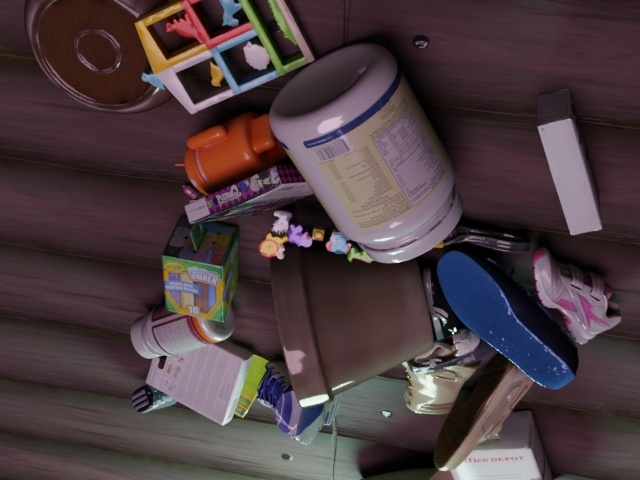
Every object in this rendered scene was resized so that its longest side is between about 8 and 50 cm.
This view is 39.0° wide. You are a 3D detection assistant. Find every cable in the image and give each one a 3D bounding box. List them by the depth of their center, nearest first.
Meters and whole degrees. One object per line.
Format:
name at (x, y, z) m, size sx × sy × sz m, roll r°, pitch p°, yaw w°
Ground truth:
cable at (0.248, 0.000, 1.720) m, size 0.287 × 0.139 × 0.072 m, roll 10°, pitch 99°, yaw -14°

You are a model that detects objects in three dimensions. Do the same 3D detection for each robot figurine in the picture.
robot figurine at (-0.159, -0.156, 1.673) m, size 0.219 × 0.158 × 0.128 m, roll -21°, pitch 95°, yaw 29°

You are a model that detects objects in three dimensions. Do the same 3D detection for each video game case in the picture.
video game case at (-0.099, -0.088, 1.664) m, size 0.210 × 0.232 × 0.042 m, roll -21°, pitch 85°, yaw 30°

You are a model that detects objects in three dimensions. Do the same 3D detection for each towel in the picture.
towel at (-0.193, 0.344, 2.194) m, size 0.102 × 0.021 × 0.237 m, roll 23°, pitch 132°, yaw -7°

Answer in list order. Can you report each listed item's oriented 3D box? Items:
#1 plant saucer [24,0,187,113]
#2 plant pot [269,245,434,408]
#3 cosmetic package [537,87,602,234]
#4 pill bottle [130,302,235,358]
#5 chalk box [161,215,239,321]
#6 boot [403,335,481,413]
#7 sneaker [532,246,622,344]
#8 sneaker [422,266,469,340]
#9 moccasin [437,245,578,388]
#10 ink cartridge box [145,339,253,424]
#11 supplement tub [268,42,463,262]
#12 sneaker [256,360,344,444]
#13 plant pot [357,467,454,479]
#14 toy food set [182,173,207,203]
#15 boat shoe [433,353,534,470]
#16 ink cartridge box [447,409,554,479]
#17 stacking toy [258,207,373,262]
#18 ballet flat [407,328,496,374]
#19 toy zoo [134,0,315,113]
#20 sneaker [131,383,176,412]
plant saucer at (-0.392, -0.348, 1.621) m, size 0.311 × 0.050 × 0.310 m, roll 8°, pitch 132°, yaw 9°
plant pot at (0.069, 0.146, 1.790) m, size 0.280 × 0.323 × 0.323 m, roll -12°, pitch 128°, yaw 2°
cosmetic package at (0.430, -0.132, 1.554) m, size 0.060 × 0.099 × 0.239 m, roll -11°, pitch 128°, yaw 24°
pill bottle at (-0.310, 0.190, 2.020) m, size 0.221 × 0.121 × 0.121 m, roll -20°, pitch 123°, yaw 30°
chalk box at (-0.244, 0.041, 1.866) m, size 0.132 × 0.132 × 0.213 m, roll 11°, pitch 134°, yaw 6°
boot at (0.199, 0.283, 1.990) m, size 0.262 × 0.095 × 0.203 m, roll 14°, pitch 134°, yaw -2°
sneaker at (0.494, 0.092, 1.742) m, size 0.111 × 0.103 × 0.252 m, roll -27°, pitch 126°, yaw 30°
sneaker at (0.283, 0.127, 1.845) m, size 0.121 × 0.079 × 0.217 m, roll -9°, pitch 133°, yaw 14°
moccasin at (0.363, 0.143, 1.766) m, size 0.342 × 0.117 × 0.138 m, roll 49°, pitch 129°, yaw -1°
ink cartridge box at (-0.286, 0.304, 2.129) m, size 0.225 × 0.056 × 0.181 m, roll 25°, pitch 108°, yaw 18°
supplement tub at (0.086, -0.144, 1.543) m, size 0.235 × 0.235 × 0.325 m, roll -17°, pitch 124°, yaw 27°
sneaker at (-0.072, 0.357, 2.027) m, size 0.182 × 0.315 × 0.127 m, roll 16°, pitch 92°, yaw 16°
plant pot at (0.196, 0.683, 2.264) m, size 0.274 × 0.256 × 0.256 m, roll -3°, pitch 132°, yaw 40°
toy food set at (-0.239, -0.111, 1.805) m, size 0.078 × 0.019 × 0.122 m, roll 10°, pitch 132°, yaw 6°
boat shoe at (0.358, 0.390, 1.978) m, size 0.098 × 0.109 × 0.302 m, roll 27°, pitch 103°, yaw -19°
ink cartridge box at (0.426, 0.534, 2.129) m, size 0.207 × 0.117 × 0.283 m, roll -8°, pitch 128°, yaw 22°
stacking toy at (0.000, 0.000, 1.729) m, size 0.221 × 0.167 × 0.052 m, roll 9°, pitch 109°, yaw 0°
ballet flat at (0.264, 0.219, 1.823) m, size 0.203 × 0.074 × 0.074 m, roll -21°, pitch 123°, yaw 20°
toy zoo at (-0.180, -0.335, 1.547) m, size 0.293 × 0.030 × 0.192 m, roll -20°, pitch 123°, yaw 15°
sneaker at (-0.354, 0.359, 2.234) m, size 0.224 × 0.083 × 0.098 m, roll -24°, pitch 161°, yaw 17°
